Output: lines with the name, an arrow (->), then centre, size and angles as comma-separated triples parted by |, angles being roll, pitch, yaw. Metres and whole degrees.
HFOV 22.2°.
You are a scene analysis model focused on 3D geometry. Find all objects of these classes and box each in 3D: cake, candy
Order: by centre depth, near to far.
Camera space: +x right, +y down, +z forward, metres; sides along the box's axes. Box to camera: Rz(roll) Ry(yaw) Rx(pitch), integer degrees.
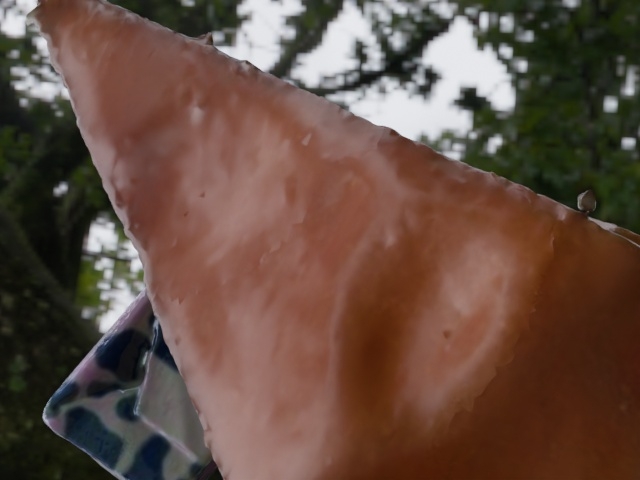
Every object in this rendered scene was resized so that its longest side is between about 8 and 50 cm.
cake -> 0.004, 0.002, 0.466 | 0.135, 0.287, 0.098 | -48, -38, 12
candy -> -0.065, 0.071, 0.736 | 0.092, 0.073, 0.160 | -52, -3, -9
